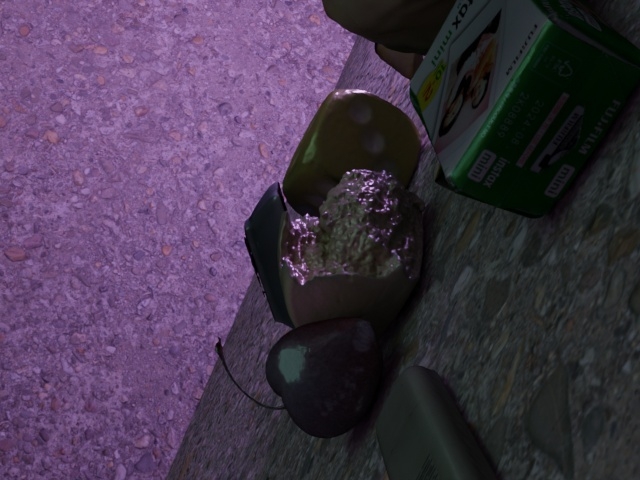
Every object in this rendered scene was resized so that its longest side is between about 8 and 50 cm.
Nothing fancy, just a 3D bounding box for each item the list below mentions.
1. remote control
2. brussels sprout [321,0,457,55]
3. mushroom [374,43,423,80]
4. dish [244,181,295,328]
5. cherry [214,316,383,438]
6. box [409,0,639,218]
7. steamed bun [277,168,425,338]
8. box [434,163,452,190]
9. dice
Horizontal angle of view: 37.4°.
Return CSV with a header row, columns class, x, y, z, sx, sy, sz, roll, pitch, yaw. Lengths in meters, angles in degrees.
class,x,y,z,sx,sy,sz,roll,pitch,yaw
remote control,0.084,0.176,0.742,0.090,0.038,0.309,-64,7,7
brussels sprout,0.146,-0.353,1.051,0.344,0.344,0.268,137,117,-69
mushroom,0.209,-0.361,1.444,0.173,0.162,0.236,-23,-39,-43
dish,-0.064,0.039,1.504,0.182,0.080,0.243,-108,1,-80
cherry,-0.011,0.127,1.064,0.188,0.115,0.148,52,132,32
box,0.172,-0.145,0.850,0.180,0.103,0.250,-60,20,24
steamed bun,0.029,0.017,1.155,0.200,0.170,0.225,-56,11,17
box,0.207,-0.165,1.056,0.235,0.034,0.132,-52,14,55
dice,0.047,-0.120,1.480,0.169,0.166,0.169,-68,8,-25
